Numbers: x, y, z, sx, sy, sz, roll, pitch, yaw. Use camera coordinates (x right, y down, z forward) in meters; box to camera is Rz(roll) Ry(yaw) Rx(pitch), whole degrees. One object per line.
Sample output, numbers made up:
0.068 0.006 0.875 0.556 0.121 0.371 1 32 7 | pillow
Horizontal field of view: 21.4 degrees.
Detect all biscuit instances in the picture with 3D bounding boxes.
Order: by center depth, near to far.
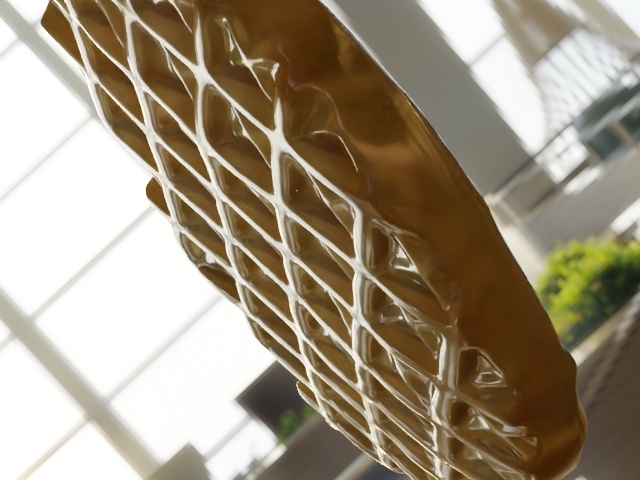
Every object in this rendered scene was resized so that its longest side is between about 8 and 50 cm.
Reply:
0.000 0.000 0.583 0.040 0.309 0.204 -43 37 -16 | biscuit
